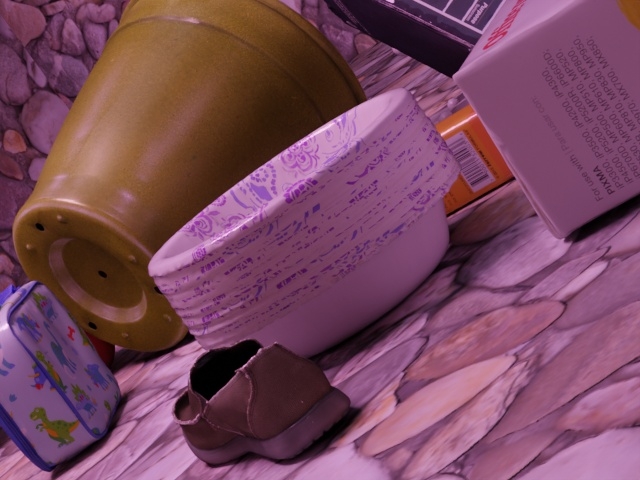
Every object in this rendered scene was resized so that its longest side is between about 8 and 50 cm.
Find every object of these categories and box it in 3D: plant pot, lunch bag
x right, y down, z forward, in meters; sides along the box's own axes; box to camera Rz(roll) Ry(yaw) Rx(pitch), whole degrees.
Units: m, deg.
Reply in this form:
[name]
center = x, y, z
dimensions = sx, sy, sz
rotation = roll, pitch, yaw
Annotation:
[plant pot]
center = -0.174, -0.068, 2.126
dimensions = 0.366, 0.366, 0.353
rotation = -25, 23, 49
[lunch bag]
center = -0.298, 0.138, 1.888
dimensions = 0.090, 0.176, 0.219
rotation = -34, 9, 7

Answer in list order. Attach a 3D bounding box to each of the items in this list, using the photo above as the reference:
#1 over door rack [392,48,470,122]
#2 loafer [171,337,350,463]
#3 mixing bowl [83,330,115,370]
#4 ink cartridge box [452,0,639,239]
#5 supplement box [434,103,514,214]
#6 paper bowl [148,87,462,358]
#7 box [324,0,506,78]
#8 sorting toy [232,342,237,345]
[over door rack]
center = 0.141, -0.262, 2.178
dimensions = 0.108, 0.239, 0.324
rotation = -34, 8, -5
[loafer]
center = -0.057, 0.113, 1.382
dimensions = 0.094, 0.087, 0.251
rotation = -39, 9, -24
[mixing bowl]
center = -0.324, 0.145, 2.216
dimensions = 0.181, 0.098, 0.181
rotation = -34, 8, 5
[ink cartridge box]
center = 0.317, -0.193, 1.373
dimensions = 0.385, 0.160, 0.279
rotation = -31, 9, 24
[supplement box]
center = 0.104, -0.061, 1.770
dimensions = 0.233, 0.080, 0.078
rotation = -28, 10, 31
[paper bowl]
center = 0.000, 0.000, 1.588
dimensions = 0.284, 0.148, 0.284
rotation = -34, 8, 5
[box]
center = 0.177, -0.325, 1.868
dimensions = 0.296, 0.294, 0.183
rotation = -55, -34, -3
[sorting toy]
center = -0.071, 0.067, 1.854
dimensions = 0.061, 0.042, 0.102
rotation = -26, 13, 48
